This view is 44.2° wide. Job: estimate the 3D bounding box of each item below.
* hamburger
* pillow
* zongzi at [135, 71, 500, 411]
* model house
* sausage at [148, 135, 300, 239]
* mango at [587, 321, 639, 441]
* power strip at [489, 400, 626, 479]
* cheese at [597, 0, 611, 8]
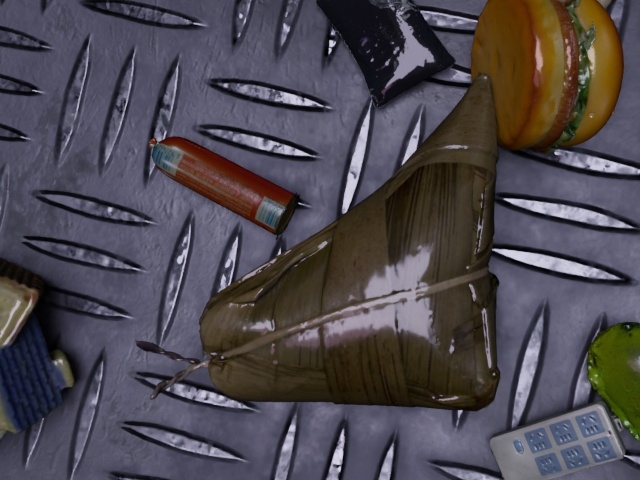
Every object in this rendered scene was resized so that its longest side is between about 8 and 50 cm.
[{"bbox_3d":[0.321,-0.243,1.092,0.170,0.246,0.246,-3,86,-10],"label":"hamburger"},{"bbox_3d":[0.099,-0.325,1.218,0.141,0.055,0.208,-30,82,13],"label":"pillow"},{"bbox_3d":[0.003,0.001,1.133,0.500,0.218,0.466,0,85,7],"label":"zongzi"},{"bbox_3d":[-0.546,0.170,1.230,0.266,0.261,0.321,-18,101,-17],"label":"model house"},{"bbox_3d":[-0.161,-0.099,1.237,0.264,0.083,0.083,28,91,12],"label":"sausage"},{"bbox_3d":[0.452,0.199,1.109,0.119,0.100,0.178,-23,90,48],"label":"mango"},{"bbox_3d":[0.337,0.294,1.129,0.192,0.035,0.081,-25,83,24],"label":"power strip"},{"bbox_3d":[0.422,-0.396,1.177,0.065,0.043,0.194,34,92,11],"label":"cheese"}]
